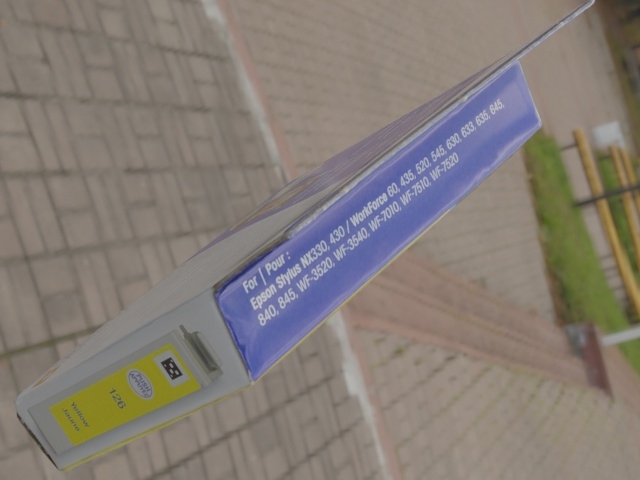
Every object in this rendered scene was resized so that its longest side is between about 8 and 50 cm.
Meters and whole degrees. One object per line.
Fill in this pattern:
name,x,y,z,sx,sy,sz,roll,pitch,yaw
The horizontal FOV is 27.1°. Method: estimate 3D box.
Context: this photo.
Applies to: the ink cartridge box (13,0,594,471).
ink cartridge box,0.000,0.000,0.795,0.304,0.307,0.072,-39,99,-41
